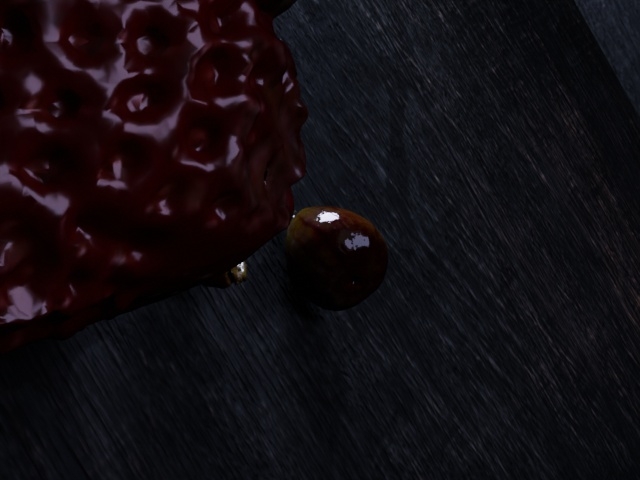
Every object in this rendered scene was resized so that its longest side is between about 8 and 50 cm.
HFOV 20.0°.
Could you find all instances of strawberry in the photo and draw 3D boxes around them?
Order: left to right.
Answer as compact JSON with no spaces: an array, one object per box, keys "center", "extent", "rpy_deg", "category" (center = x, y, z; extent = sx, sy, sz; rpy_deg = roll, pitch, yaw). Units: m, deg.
[{"center":[-0.181,-0.069,1.030],"extent":[0.345,0.295,0.318],"rpy_deg":[-44,138,-44],"category":"strawberry"}]

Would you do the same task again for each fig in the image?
[{"center":[0.000,0.000,1.543],"extent":[0.089,0.089,0.125],"rpy_deg":[35,12,-47],"category":"fig"}]

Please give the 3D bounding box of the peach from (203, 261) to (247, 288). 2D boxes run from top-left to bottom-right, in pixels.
[{"center":[-0.091,-0.007,1.367],"extent":[0.098,0.061,0.098],"rpy_deg":[-9,90,-81],"category":"peach"}]
